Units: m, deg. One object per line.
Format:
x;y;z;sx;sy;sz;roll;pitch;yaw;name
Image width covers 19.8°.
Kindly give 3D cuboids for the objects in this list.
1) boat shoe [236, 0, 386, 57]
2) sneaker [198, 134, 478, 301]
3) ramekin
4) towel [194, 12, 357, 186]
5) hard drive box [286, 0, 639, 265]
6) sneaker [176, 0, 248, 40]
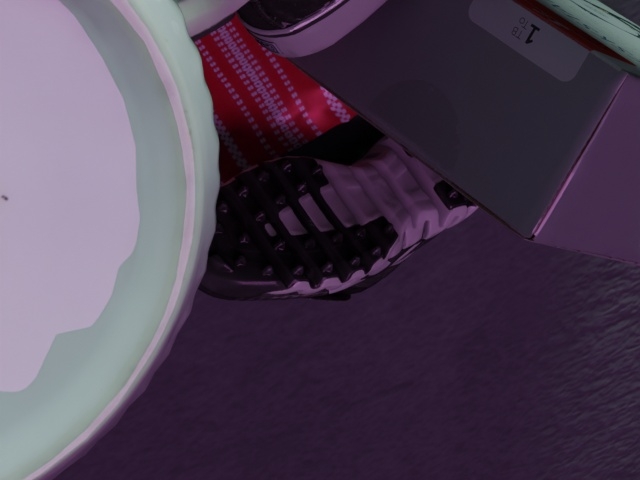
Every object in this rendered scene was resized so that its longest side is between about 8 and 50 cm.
0.042;-0.177;0.827;0.219;0.078;0.070;-46;145;-6;boat shoe
0.000;0.000;0.997;0.234;0.078;0.106;-23;164;-47;sneaker
-0.158;-0.023;0.595;0.273;0.127;0.272;-8;112;-22;ramekin
-0.105;-0.061;0.918;0.275;0.031;0.199;-32;144;-1;towel
0.124;-0.068;0.924;0.232;0.181;0.089;9;115;-52;hard drive box
-0.160;-0.156;0.687;0.410;0.158;0.182;-20;126;-25;sneaker
